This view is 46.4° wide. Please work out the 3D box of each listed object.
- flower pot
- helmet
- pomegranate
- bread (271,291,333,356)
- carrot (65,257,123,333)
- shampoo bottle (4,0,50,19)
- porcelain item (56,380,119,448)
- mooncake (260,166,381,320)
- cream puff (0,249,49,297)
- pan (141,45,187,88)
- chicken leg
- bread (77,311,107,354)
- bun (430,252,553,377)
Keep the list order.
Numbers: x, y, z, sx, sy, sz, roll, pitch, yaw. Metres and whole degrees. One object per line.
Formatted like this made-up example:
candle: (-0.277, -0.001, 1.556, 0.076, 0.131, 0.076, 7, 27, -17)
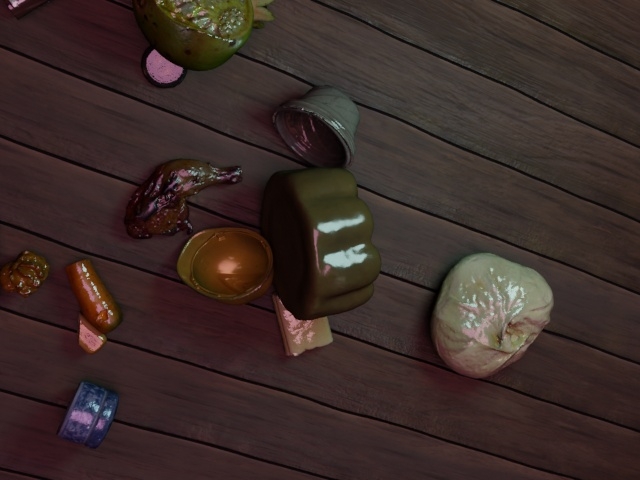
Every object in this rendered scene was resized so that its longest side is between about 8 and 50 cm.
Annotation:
flower pot: (0.008, -0.296, 1.875, 0.235, 0.235, 0.141, 39, 64, -15)
helmet: (-0.220, 0.085, 1.893, 0.256, 0.140, 0.205, 12, 62, 24)
pomegranate: (-0.282, -0.536, 1.757, 0.358, 0.216, 0.310, -8, 70, -46)
bread: (-0.047, 0.208, 1.996, 0.139, 0.060, 0.178, -17, 102, -11)
carrot: (-0.566, 0.140, 1.854, 0.087, 0.087, 0.193, -32, 98, -7)
shampoo bottle: (-0.624, -0.604, 1.739, 0.236, 0.067, 0.068, -34, 114, -7)
porcelain item: (-0.575, 0.436, 1.860, 0.114, 0.147, 0.147, 26, 92, -15)
mooncake: (0.000, 0.000, 1.824, 0.200, 0.378, 0.379, -10, 100, -23)
cream puff: (-0.715, 0.079, 1.800, 0.094, 0.122, 0.116, 38, 49, -23)
pan: (-0.338, -0.451, 1.841, 0.212, 0.040, 0.115, -25, 108, -8)
chicken leg: (-0.351, -0.112, 1.875, 0.322, 0.083, 0.177, -46, 114, -2)
bread: (-0.590, 0.235, 1.877, 0.062, 0.049, 0.103, -46, 103, -8)
bun: (0.473, 0.209, 2.041, 0.361, 0.213, 0.361, -3, 101, -15)
